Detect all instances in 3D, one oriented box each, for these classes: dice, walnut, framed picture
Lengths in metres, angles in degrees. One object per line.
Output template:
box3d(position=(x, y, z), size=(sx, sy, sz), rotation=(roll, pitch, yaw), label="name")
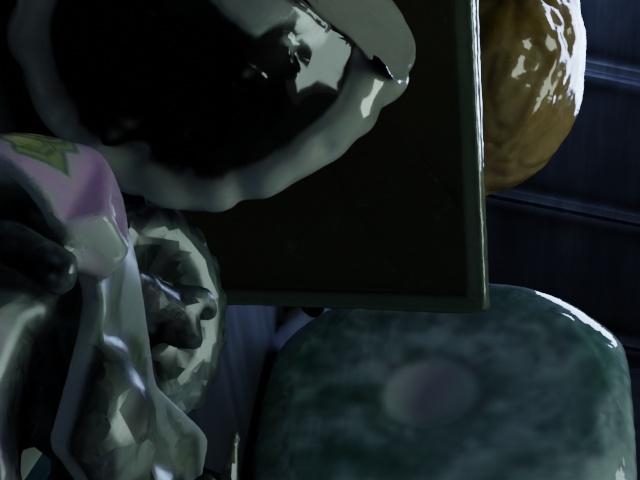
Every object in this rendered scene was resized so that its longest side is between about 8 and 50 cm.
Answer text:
box3d(position=(0.126, 0.263, 1.355), size=(0.330, 0.327, 0.348), rotation=(-78, 163, -53), label="dice")
box3d(position=(0.169, -0.201, 1.767), size=(0.306, 0.306, 0.344), rotation=(74, 17, -54), label="walnut")
box3d(position=(-0.013, -0.113, 0.921), size=(0.020, 0.240, 0.324), rotation=(-30, 118, -65), label="framed picture")

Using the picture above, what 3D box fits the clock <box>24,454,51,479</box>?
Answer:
box3d(position=(-0.128, 0.143, 0.763), size=(0.147, 0.045, 0.108), rotation=(-79, 163, -48), label="clock")

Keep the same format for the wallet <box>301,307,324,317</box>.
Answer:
box3d(position=(0.000, 0.000, 1.535), size=(0.243, 0.039, 0.133), rotation=(-28, 109, -78), label="wallet")

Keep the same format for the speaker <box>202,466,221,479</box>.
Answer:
box3d(position=(-0.099, 0.203, 0.731), size=(0.191, 0.040, 0.046), rotation=(-60, 158, -26), label="speaker")

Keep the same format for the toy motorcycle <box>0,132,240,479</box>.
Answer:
box3d(position=(-0.130, 0.091, 0.546), size=(0.327, 0.143, 0.188), rotation=(-66, 147, -35), label="toy motorcycle")

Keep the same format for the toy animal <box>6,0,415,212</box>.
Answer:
box3d(position=(-0.068, -0.123, 0.811), size=(0.208, 0.156, 0.204), rotation=(43, 23, -15), label="toy animal")
